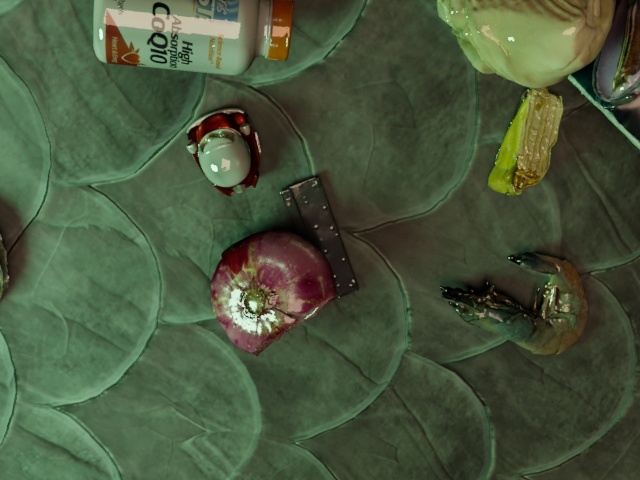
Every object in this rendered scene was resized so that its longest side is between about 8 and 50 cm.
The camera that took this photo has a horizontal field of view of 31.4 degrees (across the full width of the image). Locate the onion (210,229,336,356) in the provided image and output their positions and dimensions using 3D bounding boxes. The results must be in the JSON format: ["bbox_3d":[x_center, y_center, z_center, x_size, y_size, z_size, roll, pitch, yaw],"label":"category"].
[{"bbox_3d":[-0.088,0.075,1.895,0.200,0.201,0.207,35,140,-18],"label":"onion"}]

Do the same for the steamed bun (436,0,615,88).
[{"bbox_3d":[0.305,-0.352,1.674,0.276,0.289,0.203,-48,152,-17],"label":"steamed bun"}]

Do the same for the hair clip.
[{"bbox_3d":[0.454,-0.322,1.672,0.110,0.359,0.096,-2,143,25],"label":"hair clip"}]

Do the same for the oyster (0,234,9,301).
[{"bbox_3d":[-0.638,0.108,1.895,0.162,0.158,0.351,31,97,20],"label":"oyster"}]

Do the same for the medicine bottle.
[{"bbox_3d":[-0.188,-0.332,1.708,0.288,0.157,0.157,5,114,-6],"label":"medicine bottle"}]

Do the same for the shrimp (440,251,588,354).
[{"bbox_3d":[0.354,0.097,1.991,0.289,0.075,0.178,25,103,-13],"label":"shrimp"}]

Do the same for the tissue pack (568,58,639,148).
[{"bbox_3d":[0.626,-0.296,1.727,0.264,0.253,0.416,40,105,-18],"label":"tissue pack"}]

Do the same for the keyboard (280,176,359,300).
[{"bbox_3d":[0.000,0.000,1.947,0.072,0.023,0.231,-22,115,-2],"label":"keyboard"}]

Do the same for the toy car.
[{"bbox_3d":[-0.149,-0.130,1.827,0.112,0.112,0.139,-19,114,5],"label":"toy car"}]

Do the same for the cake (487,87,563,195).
[{"bbox_3d":[0.340,-0.156,1.890,0.079,0.116,0.185,9,82,-13],"label":"cake"}]
